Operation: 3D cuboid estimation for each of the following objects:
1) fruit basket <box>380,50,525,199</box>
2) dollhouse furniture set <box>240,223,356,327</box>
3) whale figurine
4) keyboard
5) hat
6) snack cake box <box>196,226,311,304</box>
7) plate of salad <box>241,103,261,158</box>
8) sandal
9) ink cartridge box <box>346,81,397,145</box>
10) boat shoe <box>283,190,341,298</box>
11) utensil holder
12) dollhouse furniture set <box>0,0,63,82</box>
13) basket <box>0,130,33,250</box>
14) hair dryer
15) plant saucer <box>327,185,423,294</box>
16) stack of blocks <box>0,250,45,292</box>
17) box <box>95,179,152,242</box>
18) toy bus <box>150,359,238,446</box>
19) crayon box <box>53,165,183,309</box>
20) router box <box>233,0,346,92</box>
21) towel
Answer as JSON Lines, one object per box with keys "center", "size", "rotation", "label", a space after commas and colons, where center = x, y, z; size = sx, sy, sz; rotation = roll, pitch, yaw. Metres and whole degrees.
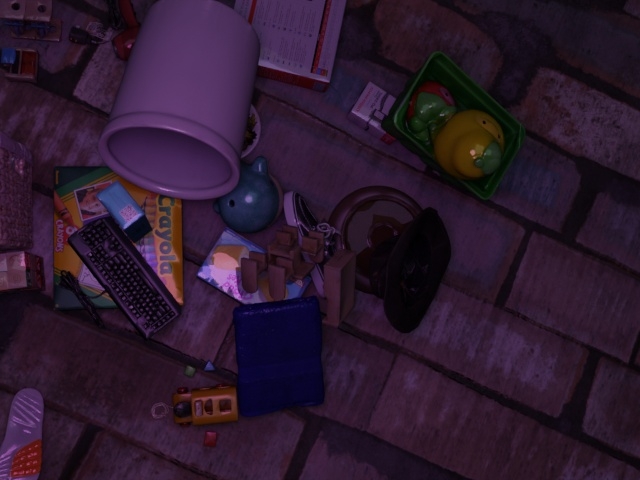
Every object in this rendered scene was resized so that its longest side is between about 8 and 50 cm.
{"center": [0.372, -0.281, 1.768], "size": [0.392, 0.392, 0.282], "rotation": [32, 79, -4], "label": "fruit basket"}
{"center": [-0.044, 0.093, 1.681], "size": [0.242, 0.212, 0.160], "rotation": [13, 120, 22], "label": "dollhouse furniture set"}
{"center": [-0.223, -0.143, 1.778], "size": [0.216, 0.141, 0.272], "rotation": [-41, 81, 27], "label": "whale figurine"}
{"center": [-0.511, 0.111, 1.675], "size": [0.202, 0.033, 0.317], "rotation": [-38, 92, -11], "label": "keyboard"}
{"center": [0.210, 0.068, 1.789], "size": [0.134, 0.331, 0.331], "rotation": [12, 78, 37], "label": "hat"}
{"center": [-0.178, 0.100, 1.805], "size": [0.264, 0.089, 0.152], "rotation": [31, 79, -4], "label": "snack cake box"}
{"center": [-0.261, -0.313, 1.862], "size": [0.200, 0.048, 0.199], "rotation": [1, 82, -9], "label": "plate of salad"}
{"center": [-0.734, 0.502, 1.683], "size": [0.102, 0.076, 0.265], "rotation": [13, 60, -22], "label": "sandal"}
{"center": [0.165, -0.359, 1.927], "size": [0.151, 0.063, 0.109], "rotation": [32, 80, -5], "label": "ink cartridge box"}
{"center": [-0.001, 0.001, 1.817], "size": [0.105, 0.113, 0.306], "rotation": [-22, 87, 19], "label": "boat shoe"}
{"center": [-0.326, -0.342, 1.656], "size": [0.328, 0.327, 0.385], "rotation": [11, 64, -8], "label": "utensil holder"}
{"center": [-0.750, -0.517, 1.765], "size": [0.129, 0.129, 0.183], "rotation": [2, 82, -9], "label": "dollhouse furniture set"}
{"center": [-0.867, -0.101, 1.603], "size": [0.332, 0.328, 0.266], "rotation": [-6, 88, -10], "label": "basket"}
{"center": [-0.513, -0.593, 1.839], "size": [0.294, 0.080, 0.223], "rotation": [20, 80, -7], "label": "hair dryer"}
{"center": [0.170, -0.004, 1.895], "size": [0.311, 0.050, 0.310], "rotation": [1, 83, -10], "label": "plant saucer"}
{"center": [-0.845, 0.092, 1.657], "size": [0.297, 0.171, 0.087], "rotation": [-6, 84, -9], "label": "stack of blocks"}
{"center": [-0.453, -0.063, 1.593], "size": [0.060, 0.244, 0.100], "rotation": [-39, 91, -12], "label": "box"}
{"center": [-0.303, 0.422, 1.739], "size": [0.191, 0.104, 0.202], "rotation": [40, 79, -2], "label": "toy bus"}
{"center": [-0.513, -0.006, 1.755], "size": [0.313, 0.106, 0.362], "rotation": [-2, 84, -9], "label": "crayon box"}
{"center": [-0.092, -0.617, 1.907], "size": [0.301, 0.082, 0.335], "rotation": [13, 81, -7], "label": "router box"}
{"center": [-0.108, 0.294, 1.752], "size": [0.228, 0.076, 0.308], "rotation": [-7, 110, -14], "label": "towel"}
